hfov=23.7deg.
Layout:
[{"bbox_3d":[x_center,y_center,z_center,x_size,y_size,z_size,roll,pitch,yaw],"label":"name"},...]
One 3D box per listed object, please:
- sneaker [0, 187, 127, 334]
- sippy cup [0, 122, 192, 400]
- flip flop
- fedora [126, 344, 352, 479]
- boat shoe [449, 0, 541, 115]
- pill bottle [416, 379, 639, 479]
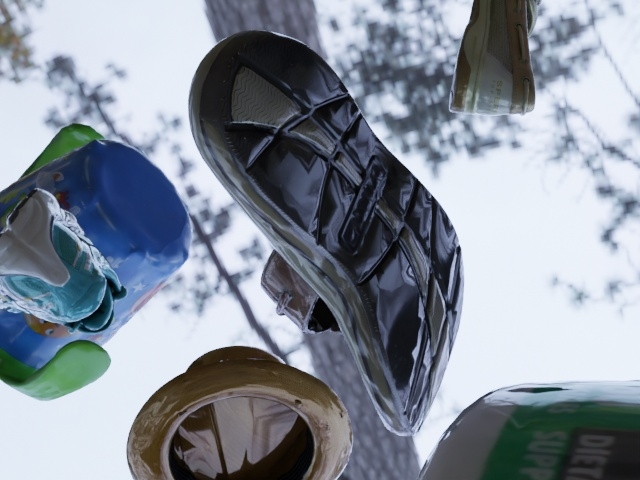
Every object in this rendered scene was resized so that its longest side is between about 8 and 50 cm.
[{"bbox_3d":[-0.220,0.039,1.279,0.110,0.275,0.107,42,-96,0],"label":"sneaker"},{"bbox_3d":[-0.269,0.010,1.666,0.224,0.240,0.305,-35,-103,26],"label":"sippy cup"},{"bbox_3d":[0.000,0.000,0.825,0.080,0.277,0.112,-1,-128,37],"label":"flip flop"},{"bbox_3d":[-0.066,0.146,1.231,0.194,0.194,0.079,-14,-138,6],"label":"fedora"},{"bbox_3d":[0.110,-0.120,0.890,0.048,0.056,0.153,12,-144,8],"label":"boat shoe"},{"bbox_3d":[0.206,0.136,0.347,0.361,0.204,0.204,-1,-133,24],"label":"pill bottle"}]
